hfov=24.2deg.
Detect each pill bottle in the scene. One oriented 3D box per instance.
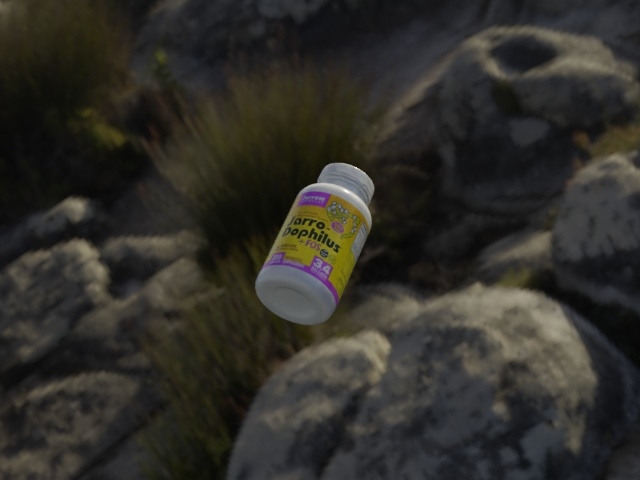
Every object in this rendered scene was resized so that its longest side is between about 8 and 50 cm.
[{"bbox_3d":[0.000,0.000,0.777,0.043,0.043,0.083,-8,45,40],"label":"pill bottle"}]
